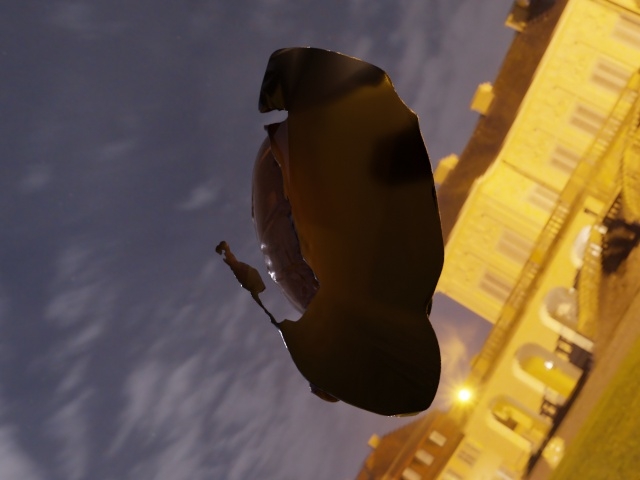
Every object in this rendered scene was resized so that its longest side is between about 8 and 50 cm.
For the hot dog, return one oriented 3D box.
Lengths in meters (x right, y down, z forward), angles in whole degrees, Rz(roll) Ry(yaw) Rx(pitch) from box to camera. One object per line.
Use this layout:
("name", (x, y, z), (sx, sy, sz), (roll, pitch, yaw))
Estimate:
("hot dog", (0.006, -0.001, 0.795), (0.107, 0.194, 0.326), (116, 163, -64))
